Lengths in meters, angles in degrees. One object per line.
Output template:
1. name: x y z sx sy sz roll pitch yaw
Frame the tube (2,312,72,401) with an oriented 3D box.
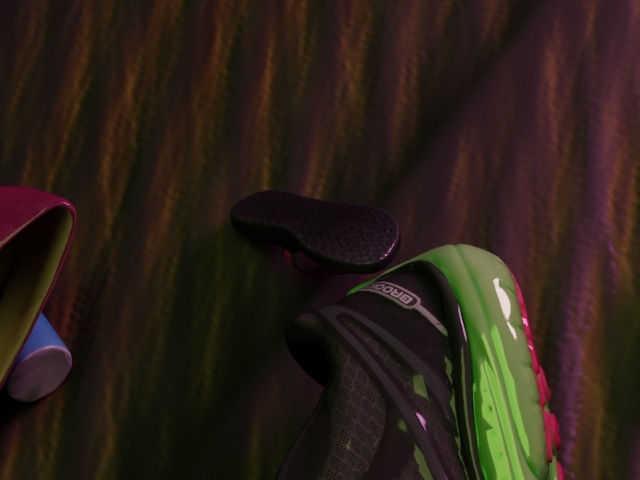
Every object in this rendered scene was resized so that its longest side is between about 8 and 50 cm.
1. tube: -0.259 0.036 1.299 0.080 0.052 0.207 -33 54 -17

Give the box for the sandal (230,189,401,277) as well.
1. sandal: 0.000 0.000 1.249 0.067 0.040 0.179 -26 25 -27

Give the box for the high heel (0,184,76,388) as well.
1. high heel: -0.278 0.132 1.153 0.181 0.127 0.377 -10 61 39

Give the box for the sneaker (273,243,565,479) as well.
1. sneaker: 0.061 0.226 1.069 0.202 0.185 0.483 -13 49 11
